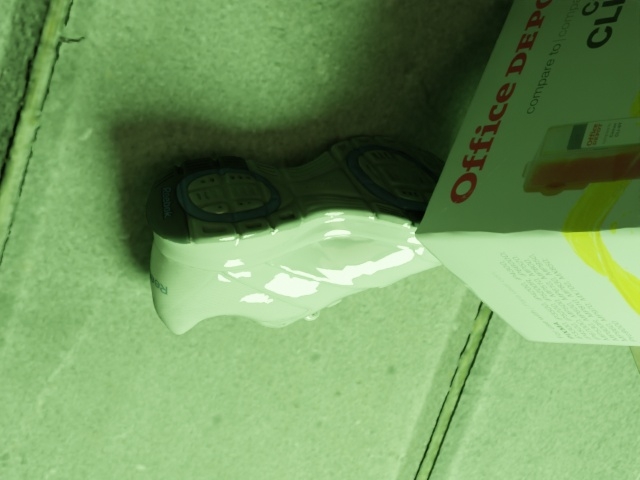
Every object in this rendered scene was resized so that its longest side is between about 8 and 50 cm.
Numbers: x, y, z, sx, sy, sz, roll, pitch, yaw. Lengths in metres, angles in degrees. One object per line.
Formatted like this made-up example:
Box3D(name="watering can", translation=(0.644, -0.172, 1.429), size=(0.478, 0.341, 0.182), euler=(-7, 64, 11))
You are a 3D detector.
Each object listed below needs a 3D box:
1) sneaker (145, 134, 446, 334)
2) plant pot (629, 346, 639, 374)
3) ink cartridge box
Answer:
Box3D(name="sneaker", translation=(0.000, 0.000, 1.195), size=(0.297, 0.111, 0.129), euler=(-4, 132, -23))
Box3D(name="plant pot", translation=(0.382, 0.009, 1.259), size=(0.280, 0.323, 0.323), euler=(-17, 126, 16))
Box3D(name="ink cartridge box", translation=(0.287, -0.078, 1.073), size=(0.160, 0.384, 0.279), euler=(41, 63, -34))
